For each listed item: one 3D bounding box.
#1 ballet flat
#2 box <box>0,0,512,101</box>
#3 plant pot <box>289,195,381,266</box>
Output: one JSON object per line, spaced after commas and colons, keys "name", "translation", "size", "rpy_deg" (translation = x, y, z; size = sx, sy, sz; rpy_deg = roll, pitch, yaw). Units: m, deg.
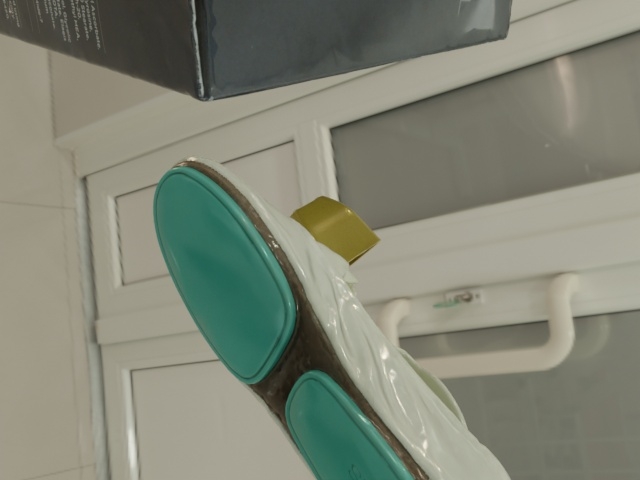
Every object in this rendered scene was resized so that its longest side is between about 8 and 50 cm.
{"name": "ballet flat", "translation": [0.005, 0.089, 0.626], "size": [0.139, 0.139, 0.400], "rpy_deg": [2, 44, -54]}
{"name": "box", "translation": [-0.091, -0.383, 0.909], "size": [0.479, 0.471, 0.298], "rpy_deg": [-21, 121, -38]}
{"name": "plant pot", "translation": [0.000, 0.000, 0.875], "size": [0.081, 0.081, 0.083], "rpy_deg": [-33, 84, -37]}
